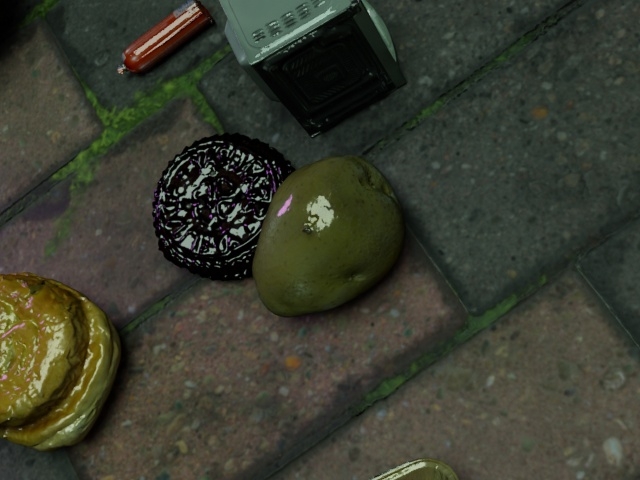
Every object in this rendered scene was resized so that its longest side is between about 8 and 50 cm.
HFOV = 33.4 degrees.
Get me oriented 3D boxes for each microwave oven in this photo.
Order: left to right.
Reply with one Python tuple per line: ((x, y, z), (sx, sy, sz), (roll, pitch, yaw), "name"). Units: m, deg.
((-0.007, -0.231, 1.240), (0.162, 0.208, 0.122), (-30, 66, 8), "microwave oven")

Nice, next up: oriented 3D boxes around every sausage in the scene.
((-0.210, -0.265, 1.415), (0.145, 0.048, 0.050), (-36, 103, 6), "sausage")

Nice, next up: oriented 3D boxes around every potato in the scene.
((0.000, 0.000, 1.206), (0.194, 0.157, 0.157), (-44, 63, 19), "potato")

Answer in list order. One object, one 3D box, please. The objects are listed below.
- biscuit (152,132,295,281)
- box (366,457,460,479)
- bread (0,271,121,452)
((-0.116, -0.043, 1.303), (0.195, 0.053, 0.194), (-6, 71, 17), "biscuit")
((0.071, 0.300, 1.104), (0.177, 0.111, 0.111), (-27, 66, 9), "box")
((-0.358, 0.141, 1.293), (0.236, 0.120, 0.198), (20, 78, 23), "bread")
